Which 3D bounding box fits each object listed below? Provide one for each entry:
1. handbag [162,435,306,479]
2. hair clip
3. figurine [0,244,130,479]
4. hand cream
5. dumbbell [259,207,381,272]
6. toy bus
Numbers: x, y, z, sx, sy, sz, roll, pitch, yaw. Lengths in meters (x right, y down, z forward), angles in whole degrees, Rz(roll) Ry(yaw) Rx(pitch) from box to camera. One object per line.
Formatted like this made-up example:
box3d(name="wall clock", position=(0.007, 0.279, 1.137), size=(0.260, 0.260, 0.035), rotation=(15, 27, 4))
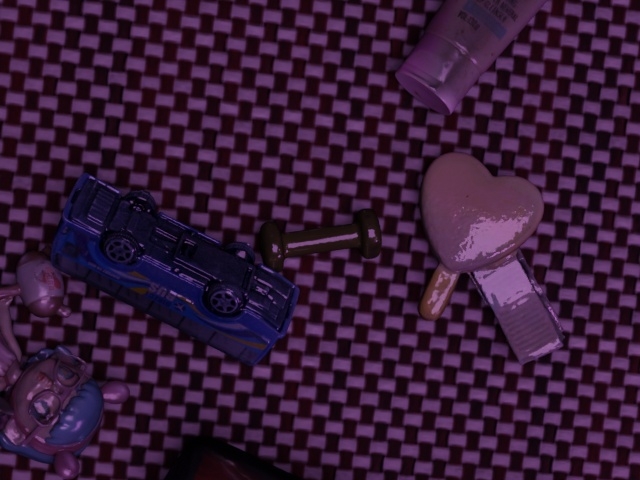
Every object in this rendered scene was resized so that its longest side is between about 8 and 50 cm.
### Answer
box3d(name="handbag", position=(-0.048, 0.311, 1.758), size=(0.254, 0.181, 0.181), rotation=(26, 87, -6))
box3d(name="hair clip", position=(0.157, 0.019, 1.832), size=(0.159, 0.071, 0.218), rotation=(-28, 93, -4))
box3d(name="figurine", position=(-0.303, 0.098, 1.759), size=(0.260, 0.103, 0.205), rotation=(35, 52, -7))
box3d(name="hand cream", position=(0.194, -0.261, 1.820), size=(0.111, 0.070, 0.312), rotation=(37, 84, -6))
box3d(name="dumbbell", position=(0.000, 0.000, 1.810), size=(0.118, 0.052, 0.046), rotation=(-9, 60, -8))
box3d(name="toy bus", position=(-0.140, 0.031, 1.766), size=(0.236, 0.079, 0.094), rotation=(27, 128, -9))
